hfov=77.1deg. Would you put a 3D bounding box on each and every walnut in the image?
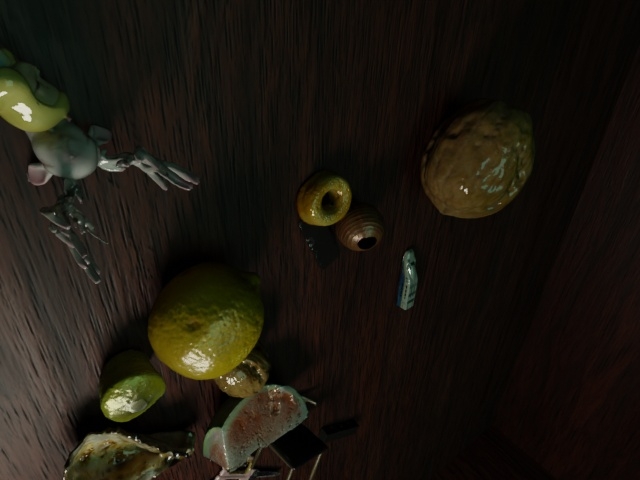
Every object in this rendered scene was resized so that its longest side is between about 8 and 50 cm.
[{"bbox_3d":[0.448,-0.224,1.163,0.306,0.306,0.343,17,110,-45],"label":"walnut"},{"bbox_3d":[-0.209,0.312,1.025,0.155,0.155,0.184,-40,135,-15],"label":"walnut"}]

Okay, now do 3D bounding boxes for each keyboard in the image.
[{"bbox_3d":[-0.001,-0.001,1.106,0.074,0.015,0.196,-42,135,-18],"label":"keyboard"}]

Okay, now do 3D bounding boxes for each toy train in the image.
[{"bbox_3d":[0.315,0.138,1.431,0.052,0.051,0.233,-21,127,-35],"label":"toy train"}]

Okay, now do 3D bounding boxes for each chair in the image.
[{"bbox_3d":[-0.088,0.668,1.318,0.188,0.166,0.272,0,112,-52],"label":"chair"}]

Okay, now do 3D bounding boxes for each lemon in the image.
[{"bbox_3d":[-0.235,0.161,0.854,0.228,0.228,0.253,35,83,-46],"label":"lemon"}]

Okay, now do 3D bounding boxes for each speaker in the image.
[{"bbox_3d":[0.074,0.768,1.618,0.191,0.040,0.046,11,110,-44],"label":"speaker"}]

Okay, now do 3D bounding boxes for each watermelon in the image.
[{"bbox_3d":[-0.177,0.502,1.140,0.305,0.180,0.224,-12,150,-46],"label":"watermelon"}]

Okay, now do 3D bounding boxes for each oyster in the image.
[{"bbox_3d":[-0.439,0.516,0.963,0.337,0.133,0.197,16,102,-47],"label":"oyster"}]

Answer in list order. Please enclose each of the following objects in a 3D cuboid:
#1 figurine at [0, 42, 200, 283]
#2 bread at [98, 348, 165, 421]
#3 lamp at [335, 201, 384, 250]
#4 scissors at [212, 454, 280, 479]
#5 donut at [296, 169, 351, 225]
[{"bbox_3d":[-0.373,-0.118,0.548,0.206,0.284,0.316,-51,148,-1],"label":"figurine"},{"bbox_3d":[-0.415,0.310,0.868,0.129,0.114,0.111,-34,132,-19],"label":"bread"},{"bbox_3d":[0.107,-0.038,1.092,0.136,0.136,0.136,-21,127,-30],"label":"lamp"},{"bbox_3d":[-0.244,0.805,1.382,0.160,0.024,0.317,-55,136,-2],"label":"scissors"},{"bbox_3d":[0.015,-0.102,1.018,0.152,0.058,0.151,-15,115,-34],"label":"donut"}]
